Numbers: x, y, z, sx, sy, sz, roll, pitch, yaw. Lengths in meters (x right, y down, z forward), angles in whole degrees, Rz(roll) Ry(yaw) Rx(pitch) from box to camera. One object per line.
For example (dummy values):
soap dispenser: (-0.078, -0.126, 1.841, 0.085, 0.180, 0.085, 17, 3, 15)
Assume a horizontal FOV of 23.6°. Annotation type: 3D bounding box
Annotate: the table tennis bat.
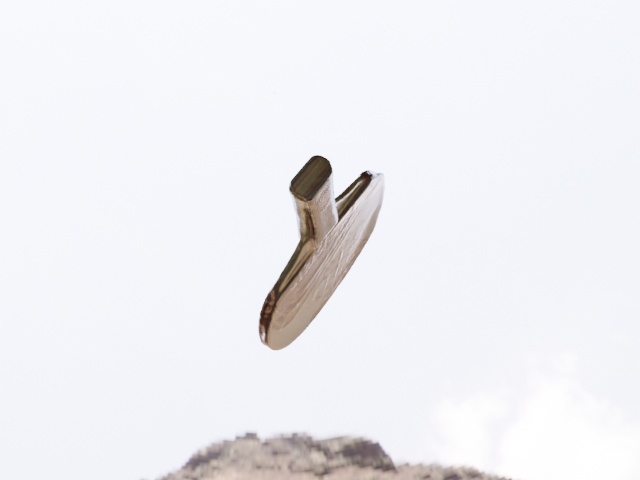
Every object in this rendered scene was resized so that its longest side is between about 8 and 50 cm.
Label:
table tennis bat: (0.000, 0.000, 1.246, 0.022, 0.301, 0.173, 34, -105, 12)
